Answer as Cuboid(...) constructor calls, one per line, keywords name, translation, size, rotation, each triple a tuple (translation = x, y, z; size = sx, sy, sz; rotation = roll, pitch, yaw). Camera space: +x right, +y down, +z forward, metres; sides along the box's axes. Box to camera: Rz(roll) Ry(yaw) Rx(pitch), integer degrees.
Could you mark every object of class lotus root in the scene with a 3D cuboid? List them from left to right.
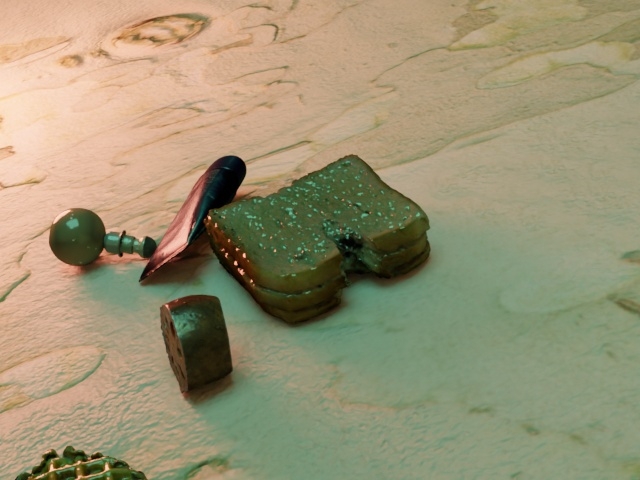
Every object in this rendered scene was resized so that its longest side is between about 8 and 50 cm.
Cuboid(name="lotus root", translation=(-0.161, 0.133, 1.646), size=(0.081, 0.122, 0.112), rotation=(-11, 7, -10))

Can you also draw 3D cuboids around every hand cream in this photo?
Cuboid(name="hand cream", translation=(-0.195, -0.038, 1.956), size=(0.120, 0.061, 0.270), rotation=(-32, 16, 36))

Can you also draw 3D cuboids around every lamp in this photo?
Cuboid(name="lamp", translation=(-0.334, 0.001, 1.952), size=(0.163, 0.091, 0.091), rotation=(9, 34, 1))

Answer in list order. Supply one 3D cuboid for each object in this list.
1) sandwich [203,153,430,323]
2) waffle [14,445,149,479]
Cuboid(name="sandwich", translation=(0.000, -0.001, 1.825), size=(0.273, 0.095, 0.249), rotation=(-24, 38, -20))
Cuboid(name="waffle", translation=(-0.298, 0.327, 1.446), size=(0.214, 0.054, 0.208), rotation=(13, 43, 30))
